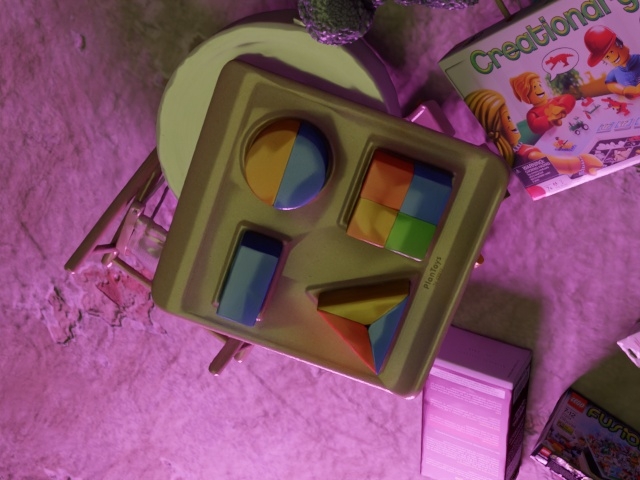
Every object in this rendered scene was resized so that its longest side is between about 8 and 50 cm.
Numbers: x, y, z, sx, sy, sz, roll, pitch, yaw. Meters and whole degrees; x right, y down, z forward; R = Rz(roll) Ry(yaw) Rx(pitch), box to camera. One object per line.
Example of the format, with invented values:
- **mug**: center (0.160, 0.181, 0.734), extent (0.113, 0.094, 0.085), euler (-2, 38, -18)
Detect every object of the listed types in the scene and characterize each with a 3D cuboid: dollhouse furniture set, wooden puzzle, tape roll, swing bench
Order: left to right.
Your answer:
- **swing bench**: center (-0.152, 0.000, 1.712), extent (0.253, 0.165, 0.254), euler (35, 97, 6)
- **tape roll**: center (-0.047, -0.128, 1.522), extent (0.286, 0.100, 0.286), euler (3, 108, 9)
- **wooden puzzle**: center (0.000, 0.000, 1.462), extent (0.348, 0.080, 0.322), euler (21, 111, 2)
- **dollhouse furniture set**: center (0.162, -0.102, 1.541), extent (0.151, 0.058, 0.076), euler (58, 145, 9)

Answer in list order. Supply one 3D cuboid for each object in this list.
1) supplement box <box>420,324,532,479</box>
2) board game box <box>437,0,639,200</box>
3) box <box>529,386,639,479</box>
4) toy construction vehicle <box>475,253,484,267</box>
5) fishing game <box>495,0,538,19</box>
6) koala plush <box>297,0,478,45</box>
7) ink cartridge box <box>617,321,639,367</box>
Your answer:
- **supplement box**: center (0.209, 0.239, 1.751), extent (0.130, 0.073, 0.239), euler (18, 132, 22)
- **board game box**: center (0.282, -0.166, 1.306), extent (0.193, 0.053, 0.305), euler (53, 143, -11)
- **box**: center (0.380, 0.289, 1.648), extent (0.207, 0.114, 0.036), euler (33, 136, 6)
- **toy construction vehicle**: center (0.150, 0.009, 1.630), extent (0.098, 0.035, 0.086), euler (45, 136, -6)
- **fishing game**: center (0.295, -0.280, 1.297), extent (0.264, 0.041, 0.189), euler (-23, 118, 37)
- **koala plush**: center (0.042, -0.346, 1.303), extent (0.196, 0.203, 0.221), euler (-18, 120, -3)
- **ink cartridge box**: center (0.407, 0.118, 1.551), extent (0.048, 0.028, 0.083), euler (49, 135, -9)
